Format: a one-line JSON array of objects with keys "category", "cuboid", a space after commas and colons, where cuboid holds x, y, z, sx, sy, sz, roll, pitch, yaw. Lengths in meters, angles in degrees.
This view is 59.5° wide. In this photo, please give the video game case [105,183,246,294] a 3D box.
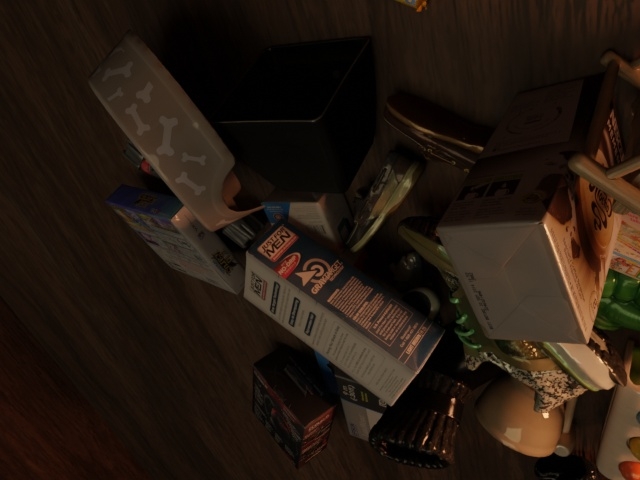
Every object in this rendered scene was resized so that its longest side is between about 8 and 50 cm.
[{"category": "video game case", "cuboid": [-0.308, -0.006, 1.217, 0.270, 0.061, 0.244, 15, 150, 42]}]

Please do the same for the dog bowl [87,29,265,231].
[{"category": "dog bowl", "cuboid": [-0.235, -0.161, 0.913, 0.348, 0.102, 0.349, 50, 174, 8]}]

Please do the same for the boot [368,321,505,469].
[{"category": "boot", "cuboid": [0.250, 0.271, 1.016, 0.131, 0.260, 0.348, 41, 140, -7]}]

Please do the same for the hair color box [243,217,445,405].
[{"category": "hair color box", "cuboid": [0.029, 0.127, 0.998, 0.347, 0.105, 0.174, 34, 147, 13]}]

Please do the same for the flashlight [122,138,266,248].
[{"category": "flashlight", "cuboid": [-0.245, -0.108, 1.119, 0.304, 0.103, 0.103, 41, 138, -5]}]

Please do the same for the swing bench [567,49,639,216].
[{"category": "swing bench", "cuboid": [0.410, -0.085, 0.558, 0.254, 0.253, 0.165, 46, 140, -12]}]

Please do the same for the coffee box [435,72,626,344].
[{"category": "coffee box", "cuboid": [0.268, -0.046, 0.662, 0.119, 0.297, 0.168, -4, 127, 42]}]

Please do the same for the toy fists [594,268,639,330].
[{"category": "toy fists", "cuboid": [0.504, 0.104, 0.803, 0.279, 0.096, 0.142, 30, 139, 9]}]

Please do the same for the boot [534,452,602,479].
[{"category": "boot", "cuboid": [0.595, 0.547, 1.174, 0.247, 0.094, 0.207, -4, 131, 45]}]

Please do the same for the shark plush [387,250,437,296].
[{"category": "shark plush", "cuboid": [0.187, 0.093, 1.051, 0.067, 0.073, 0.161, -27, 109, 15]}]

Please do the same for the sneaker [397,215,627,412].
[{"category": "sneaker", "cuboid": [0.263, 0.126, 0.883, 0.410, 0.158, 0.182, 41, 114, 7]}]

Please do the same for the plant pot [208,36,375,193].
[{"category": "plant pot", "cuboid": [-0.018, -0.175, 0.843, 0.188, 0.188, 0.167, 6, 143, 30]}]

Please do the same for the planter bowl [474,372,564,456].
[{"category": "planter bowl", "cuboid": [0.387, 0.306, 1.055, 0.162, 0.162, 0.109, 24, 112, 14]}]

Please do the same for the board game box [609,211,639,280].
[{"category": "board game box", "cuboid": [0.435, 0.010, 0.751, 0.154, 0.103, 0.026, 25, 139, 14]}]

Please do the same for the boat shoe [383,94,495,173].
[{"category": "boat shoe", "cuboid": [0.180, -0.140, 0.807, 0.207, 0.073, 0.073, 28, 138, 9]}]

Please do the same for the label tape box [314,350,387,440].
[{"category": "label tape box", "cuboid": [0.126, 0.372, 1.321, 0.348, 0.115, 0.249, 10, 134, 26]}]

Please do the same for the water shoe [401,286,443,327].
[{"category": "water shoe", "cuboid": [0.189, 0.138, 1.032, 0.203, 0.080, 0.073, 110, 144, -57]}]

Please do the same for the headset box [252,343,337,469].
[{"category": "headset box", "cuboid": [-0.075, 0.431, 1.468, 0.218, 0.110, 0.293, 43, 146, 29]}]

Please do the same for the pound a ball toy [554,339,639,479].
[{"category": "pound a ball toy", "cuboid": [0.522, 0.322, 0.974, 0.208, 0.135, 0.319, 12, 135, 26]}]

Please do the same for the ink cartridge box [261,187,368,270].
[{"category": "ink cartridge box", "cuboid": [0.000, 0.000, 1.068, 0.134, 0.078, 0.231, 2, 130, 35]}]

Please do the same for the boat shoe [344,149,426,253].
[{"category": "boat shoe", "cuboid": [0.093, -0.065, 0.945, 0.073, 0.080, 0.223, 39, 135, 4]}]

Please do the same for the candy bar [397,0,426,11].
[{"category": "candy bar", "cuboid": [0.068, -0.341, 0.731, 0.162, 0.018, 0.040, 26, 140, 12]}]
